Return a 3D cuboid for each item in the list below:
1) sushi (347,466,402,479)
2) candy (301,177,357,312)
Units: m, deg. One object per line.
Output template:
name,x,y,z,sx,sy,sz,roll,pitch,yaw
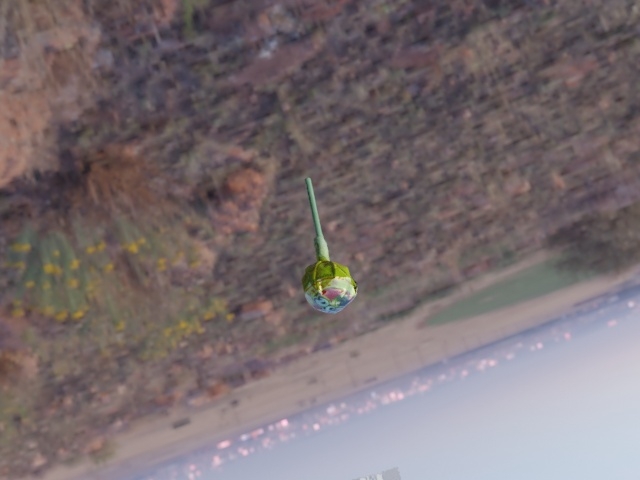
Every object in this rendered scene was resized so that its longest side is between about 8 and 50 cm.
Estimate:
sushi,0.019,0.252,0.756,0.040,0.192,0.210,-17,172,23
candy,0.000,0.000,1.335,0.062,0.194,0.058,15,135,-28
